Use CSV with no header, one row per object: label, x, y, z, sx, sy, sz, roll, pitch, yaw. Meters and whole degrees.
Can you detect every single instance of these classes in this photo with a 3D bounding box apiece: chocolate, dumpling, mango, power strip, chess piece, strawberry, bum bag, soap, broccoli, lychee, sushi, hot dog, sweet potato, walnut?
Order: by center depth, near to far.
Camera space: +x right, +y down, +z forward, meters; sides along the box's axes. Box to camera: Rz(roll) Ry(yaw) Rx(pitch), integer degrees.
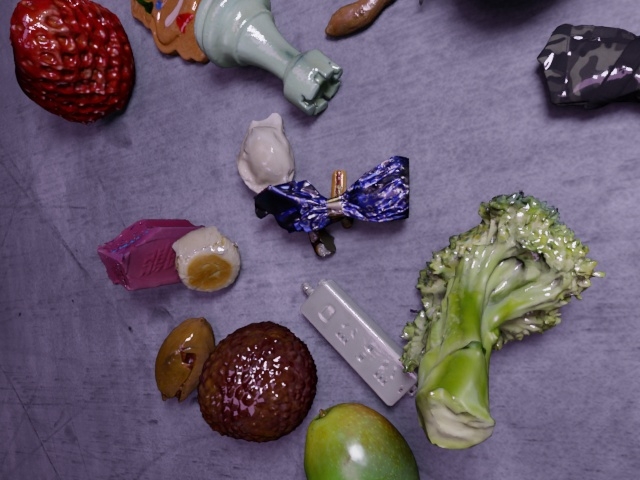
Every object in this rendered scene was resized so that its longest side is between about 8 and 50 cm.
broccoli,0.257,0.093,0.609,0.275,0.397,0.353,15,90,21
bum bag,0.526,-0.266,0.633,0.341,0.095,0.144,17,84,21
mango,0.096,0.512,0.799,0.225,0.201,0.381,-19,87,14
chocolate,0.020,-0.072,0.825,0.344,0.148,0.126,-10,49,16
sweet potato,0.103,-0.490,0.832,0.218,0.051,0.065,-26,80,23
chess piece,-0.102,-0.404,0.866,0.299,0.194,0.194,40,107,8
power strip,0.077,0.207,0.871,0.338,0.058,0.098,44,109,17
lychee,-0.135,0.308,0.875,0.261,0.261,0.260,1,93,24
hot dog,0.039,-0.117,0.894,0.037,0.021,0.083,1,91,25
dumpling,-0.125,-0.187,0.912,0.136,0.118,0.199,-2,87,21
sushi,0.000,0.000,0.913,0.046,0.044,0.083,-39,74,43
soap,-0.407,0.033,0.974,0.099,0.250,0.162,19,101,24
strawberry,-0.619,-0.468,0.999,0.295,0.345,0.317,34,87,-22
walnut,-0.351,0.306,1.032,0.137,0.137,0.245,32,101,19

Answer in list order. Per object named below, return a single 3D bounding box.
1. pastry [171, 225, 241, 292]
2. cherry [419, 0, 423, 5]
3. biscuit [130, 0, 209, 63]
pastry,-0.272,0.049,0.971,0.165,0.166,0.088,-54,36,16
cherry,0.317,-0.567,0.623,0.335,0.291,0.326,-46,63,0
biscuit,-0.379,-0.598,1.045,0.202,0.047,0.334,-44,76,19
